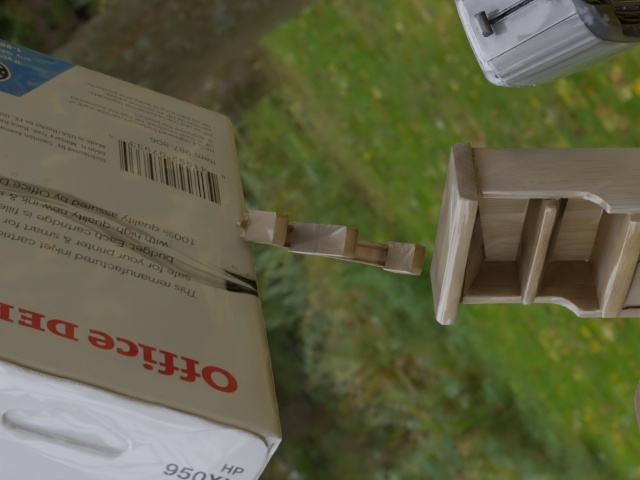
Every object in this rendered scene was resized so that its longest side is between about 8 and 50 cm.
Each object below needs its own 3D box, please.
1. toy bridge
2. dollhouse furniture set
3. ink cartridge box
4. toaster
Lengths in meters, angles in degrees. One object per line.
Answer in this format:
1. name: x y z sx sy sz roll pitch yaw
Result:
1. toy bridge: 0.000 0.000 1.406 0.063 0.026 0.188 6 176 42
2. dollhouse furniture set: 0.243 0.118 1.477 0.362 0.256 0.394 95 173 -50
3. ink cartridge box: -0.205 0.034 1.322 0.285 0.166 0.395 18 -148 -21
4. toaster: 0.232 -0.225 1.719 0.227 0.146 0.129 -15 -98 -55
